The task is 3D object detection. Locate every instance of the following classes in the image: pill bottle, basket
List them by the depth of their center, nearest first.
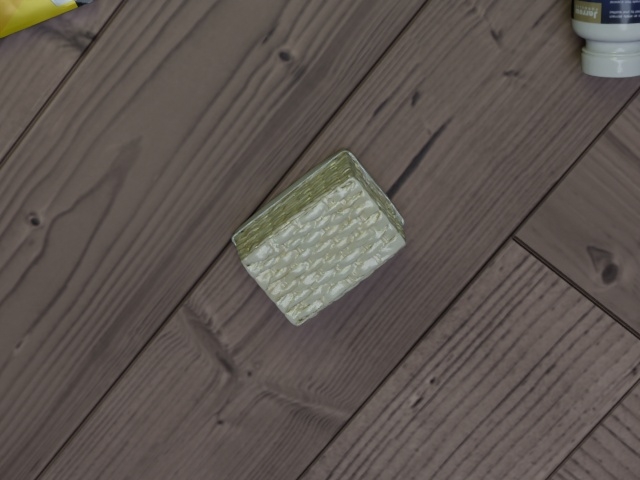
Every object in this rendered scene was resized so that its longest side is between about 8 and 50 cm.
[{"bbox_3d":[0.308,-0.259,1.257,0.094,0.094,0.169,-4,109,-5],"label":"pill bottle"},{"bbox_3d":[0.000,0.000,1.309,0.167,0.103,0.113,-37,108,8],"label":"basket"}]

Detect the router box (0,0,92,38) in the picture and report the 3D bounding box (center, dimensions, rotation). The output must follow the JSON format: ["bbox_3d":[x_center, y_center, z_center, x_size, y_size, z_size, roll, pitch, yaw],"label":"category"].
[{"bbox_3d":[-0.318,-0.300,1.202,0.133,0.046,0.179,-22,110,1],"label":"router box"}]
